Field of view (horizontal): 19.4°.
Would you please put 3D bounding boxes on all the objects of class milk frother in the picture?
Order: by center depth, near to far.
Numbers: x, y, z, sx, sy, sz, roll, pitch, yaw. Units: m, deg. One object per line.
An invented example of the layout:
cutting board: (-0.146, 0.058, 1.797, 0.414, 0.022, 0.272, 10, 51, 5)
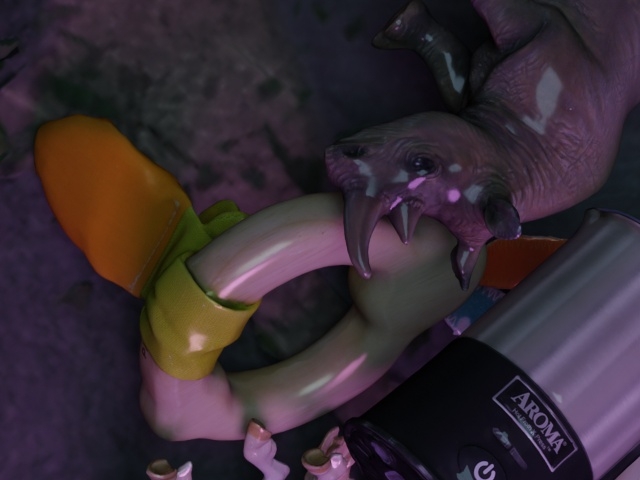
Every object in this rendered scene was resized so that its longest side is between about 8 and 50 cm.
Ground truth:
milk frother: (0.084, 0.075, 0.752, 0.135, 0.143, 0.129, -39, 108, -17)

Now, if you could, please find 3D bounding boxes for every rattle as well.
rattle: (0.000, 0.000, 0.794, 0.200, 0.143, 0.130, -19, 125, -23)

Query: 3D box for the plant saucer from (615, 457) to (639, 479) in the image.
plant saucer: (0.278, 0.159, 0.750, 0.400, 0.100, 0.400, -4, 81, 25)

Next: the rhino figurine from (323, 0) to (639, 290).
rhino figurine: (0.080, -0.067, 0.748, 0.106, 0.073, 0.243, 42, 56, -4)

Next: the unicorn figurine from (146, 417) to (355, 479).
unicorn figurine: (-0.054, 0.131, 0.758, 0.162, 0.060, 0.111, -4, 131, -20)
